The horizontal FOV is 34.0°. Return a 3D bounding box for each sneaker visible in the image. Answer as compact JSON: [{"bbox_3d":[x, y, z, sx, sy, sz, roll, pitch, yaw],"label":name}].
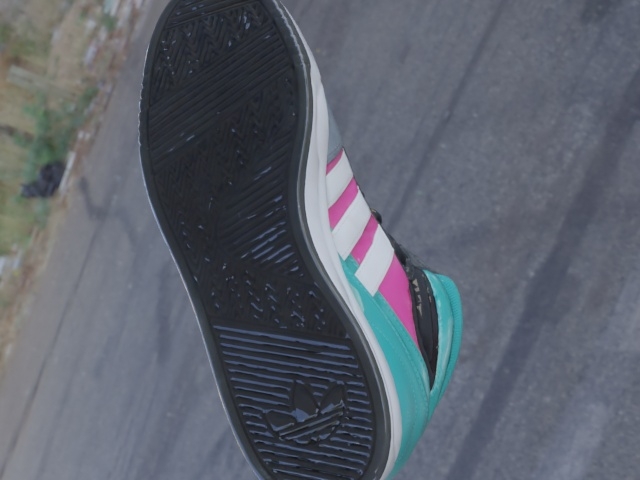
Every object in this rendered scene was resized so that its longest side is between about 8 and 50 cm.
[{"bbox_3d":[0.000,0.000,0.616,0.124,0.178,0.295,-18,78,17],"label":"sneaker"}]
